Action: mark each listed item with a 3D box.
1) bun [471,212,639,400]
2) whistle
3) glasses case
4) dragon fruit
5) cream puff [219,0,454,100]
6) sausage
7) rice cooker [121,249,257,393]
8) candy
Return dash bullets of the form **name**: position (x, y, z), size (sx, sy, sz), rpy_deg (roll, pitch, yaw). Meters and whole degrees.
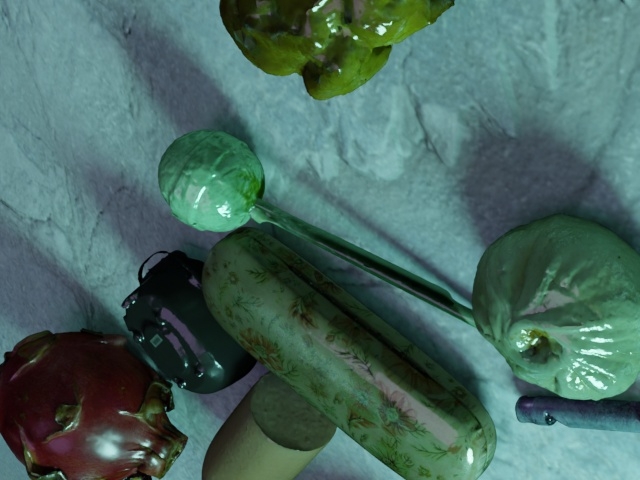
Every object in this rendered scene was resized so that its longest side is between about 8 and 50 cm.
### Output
- **bun**: position (0.230, 0.071, 1.214), size (0.195, 0.118, 0.195), rpy_deg (29, 137, 32)
- **whistle**: position (0.280, 0.182, 1.307), size (0.176, 0.033, 0.033), rpy_deg (-4, 114, 47)
- **glasses case**: position (0.026, 0.142, 1.481), size (0.425, 0.098, 0.156), rpy_deg (38, 140, 20)
- **dragon fruit**: position (-0.358, 0.254, 1.842), size (0.315, 0.250, 0.250), rpy_deg (48, 141, 19)
- **cream puff**: position (0.018, -0.256, 1.130), size (0.244, 0.196, 0.244), rpy_deg (23, 131, 30)
- **sausage**: position (-0.078, 0.278, 1.665), size (0.123, 0.123, 0.253), rpy_deg (46, 141, 10)
- **rice cooker**: position (-0.173, 0.109, 1.641), size (0.203, 0.118, 0.142), rpy_deg (50, 141, 1)
- **candy**: position (0.000, 0.000, 1.420), size (0.440, 0.119, 0.119), rpy_deg (29, 135, 19)
